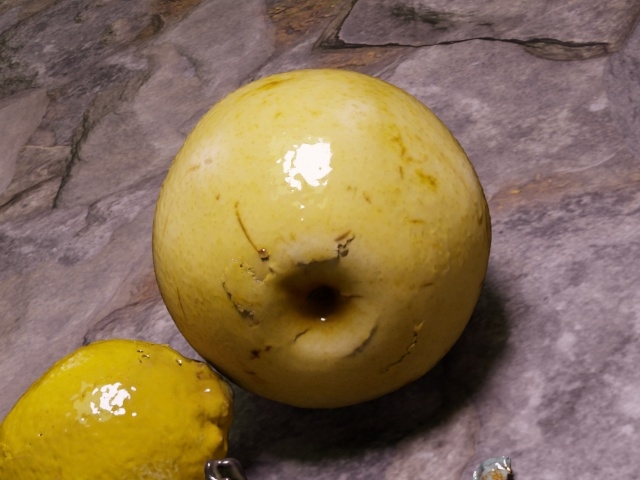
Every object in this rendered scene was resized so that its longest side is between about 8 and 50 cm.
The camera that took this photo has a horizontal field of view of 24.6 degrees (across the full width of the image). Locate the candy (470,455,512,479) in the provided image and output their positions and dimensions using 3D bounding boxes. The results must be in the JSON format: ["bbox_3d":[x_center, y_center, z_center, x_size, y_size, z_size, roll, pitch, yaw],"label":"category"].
[{"bbox_3d":[0.122,0.241,1.249,0.053,0.046,0.182,3,24,23],"label":"candy"}]

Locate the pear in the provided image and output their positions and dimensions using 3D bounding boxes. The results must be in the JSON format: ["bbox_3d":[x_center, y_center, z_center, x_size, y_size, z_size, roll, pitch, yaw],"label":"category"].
[{"bbox_3d":[0.000,0.000,1.449,0.348,0.348,0.348,-18,30,11],"label":"pear"}]

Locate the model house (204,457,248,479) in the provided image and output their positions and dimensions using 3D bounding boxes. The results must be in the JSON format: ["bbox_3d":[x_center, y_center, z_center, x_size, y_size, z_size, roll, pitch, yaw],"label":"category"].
[{"bbox_3d":[-0.093,0.274,1.139,0.218,0.279,0.205,-12,31,19],"label":"model house"}]

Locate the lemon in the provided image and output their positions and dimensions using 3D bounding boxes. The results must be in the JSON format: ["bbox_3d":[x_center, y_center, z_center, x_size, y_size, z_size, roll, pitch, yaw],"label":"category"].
[{"bbox_3d":[-0.199,0.200,1.408,0.260,0.204,0.204,-28,30,5],"label":"lemon"}]
